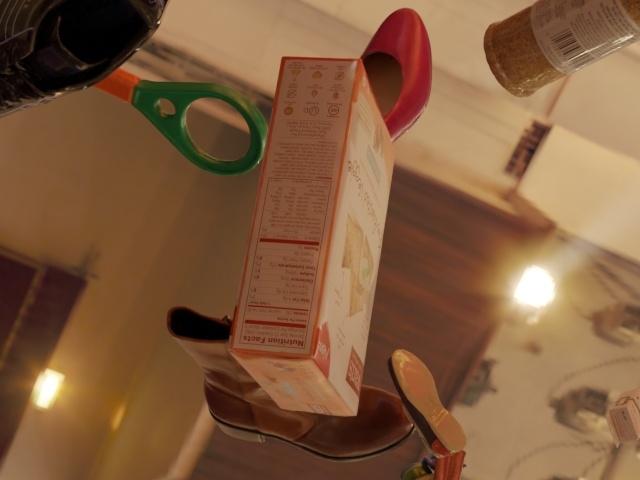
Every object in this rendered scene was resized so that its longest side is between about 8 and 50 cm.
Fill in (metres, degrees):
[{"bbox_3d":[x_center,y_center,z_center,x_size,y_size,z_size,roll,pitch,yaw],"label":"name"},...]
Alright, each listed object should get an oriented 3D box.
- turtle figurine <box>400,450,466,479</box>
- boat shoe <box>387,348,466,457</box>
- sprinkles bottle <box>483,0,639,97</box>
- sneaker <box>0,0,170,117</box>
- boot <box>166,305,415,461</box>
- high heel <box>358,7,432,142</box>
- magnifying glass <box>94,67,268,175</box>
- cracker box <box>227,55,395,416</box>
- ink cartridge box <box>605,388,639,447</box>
[{"bbox_3d":[0.160,0.448,1.914,0.274,0.198,0.266,-41,-151,-9],"label":"turtle figurine"},{"bbox_3d":[0.115,0.189,1.572,0.049,0.137,0.043,-32,178,-37],"label":"boat shoe"},{"bbox_3d":[0.392,-0.316,1.861,0.355,0.121,0.121,-25,-140,39],"label":"sprinkles bottle"},{"bbox_3d":[-0.198,-0.130,0.926,0.232,0.081,0.090,-30,-147,23],"label":"sneaker"},{"bbox_3d":[-0.024,0.154,1.595,0.280,0.264,0.096,78,26,-58],"label":"boot"},{"bbox_3d":[0.028,-0.126,1.246,0.082,0.117,0.244,10,-108,40],"label":"high heel"},{"bbox_3d":[-0.156,-0.135,1.328,0.026,0.231,0.092,-58,170,-52],"label":"magnifying glass"},{"bbox_3d":[0.000,0.000,1.026,0.156,0.067,0.232,60,37,-65],"label":"cracker box"},{"bbox_3d":[0.408,0.235,1.810,0.028,0.048,0.083,-17,-171,33],"label":"ink cartridge box"}]
